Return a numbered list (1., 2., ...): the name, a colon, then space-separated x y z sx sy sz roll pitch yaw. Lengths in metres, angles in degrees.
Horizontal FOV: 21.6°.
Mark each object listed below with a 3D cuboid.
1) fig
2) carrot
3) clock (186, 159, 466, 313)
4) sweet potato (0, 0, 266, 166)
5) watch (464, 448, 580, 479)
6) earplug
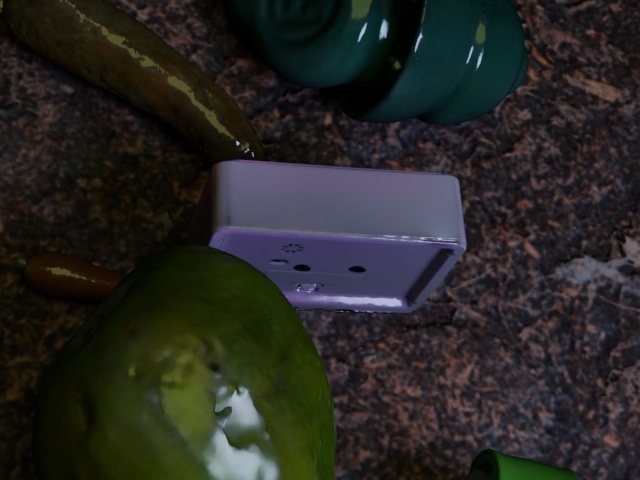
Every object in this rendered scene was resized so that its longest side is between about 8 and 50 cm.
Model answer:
1. fig: -0.060 0.157 1.178 0.314 0.233 0.233 42 61 15
2. carrot: -0.174 0.037 1.323 0.142 0.035 0.035 18 60 -11
3. clock: 0.000 0.000 1.319 0.197 0.150 0.063 3 66 -13
4. sweet potato: -0.148 -0.137 1.401 0.273 0.075 0.075 34 60 -1
5. watch: 0.140 0.245 1.231 0.131 0.152 0.165 18 59 -9
6. earplug: 0.047 -0.203 1.459 0.280 0.164 0.257 21 23 -17
